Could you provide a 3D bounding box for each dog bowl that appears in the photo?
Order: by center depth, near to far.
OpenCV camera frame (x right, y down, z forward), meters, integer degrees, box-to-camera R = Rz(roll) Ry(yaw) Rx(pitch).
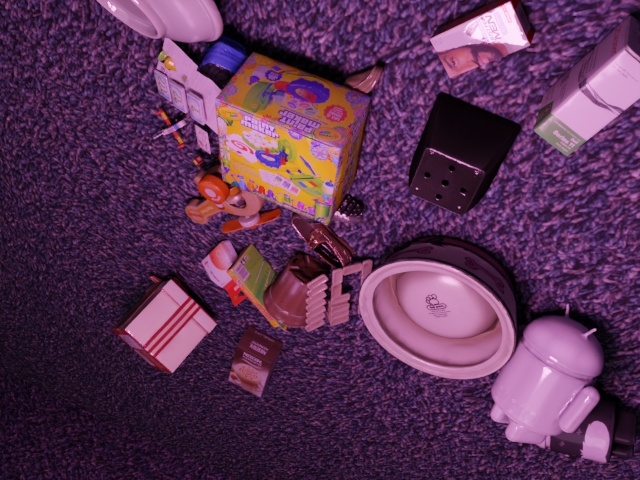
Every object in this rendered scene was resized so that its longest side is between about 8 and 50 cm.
[{"bbox_3d":[0.314,0.165,1.594,0.408,0.150,0.407,18,135,19],"label":"dog bowl"}]

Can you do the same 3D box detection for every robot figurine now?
[{"bbox_3d":[0.558,0.333,1.521,0.200,0.300,0.353,13,110,-28],"label":"robot figurine"},{"bbox_3d":[0.693,0.491,1.661,0.279,0.174,0.208,6,92,25],"label":"robot figurine"}]

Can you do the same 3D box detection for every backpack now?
[{"bbox_3d":[-0.218,-0.410,1.401,0.098,0.101,0.120,19,179,-24],"label":"backpack"}]

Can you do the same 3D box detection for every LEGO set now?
[{"bbox_3d":[-0.369,-0.301,1.609,0.183,0.060,0.244,35,149,23],"label":"LEGO set"}]

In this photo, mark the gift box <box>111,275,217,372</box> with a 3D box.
[{"bbox_3d":[-0.544,0.275,2.131,0.255,0.258,0.276,50,154,-20],"label":"gift box"}]

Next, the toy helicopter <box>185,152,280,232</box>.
[{"bbox_3d":[-0.269,-0.104,1.742,0.235,0.140,0.355,41,148,-22],"label":"toy helicopter"}]

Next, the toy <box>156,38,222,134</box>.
[{"bbox_3d":[-0.298,-0.386,1.528,0.237,0.056,0.137,42,145,-2],"label":"toy"}]

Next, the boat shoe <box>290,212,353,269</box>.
[{"bbox_3d":[0.000,0.000,1.691,0.207,0.073,0.073,38,137,-3],"label":"boat shoe"}]

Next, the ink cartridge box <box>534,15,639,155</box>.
[{"bbox_3d":[0.494,-0.273,1.098,0.087,0.153,0.208,37,138,-5],"label":"ink cartridge box"}]

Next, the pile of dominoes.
[{"bbox_3d":[0.044,0.152,1.757,0.196,0.040,0.251,-14,138,-15],"label":"pile of dominoes"}]

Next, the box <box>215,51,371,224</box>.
[{"bbox_3d":[-0.066,-0.226,1.412,0.290,0.177,0.279,24,149,9],"label":"box"}]

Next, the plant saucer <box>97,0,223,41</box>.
[{"bbox_3d":[-0.392,-0.526,1.274,0.401,0.100,0.400,33,172,5],"label":"plant saucer"}]

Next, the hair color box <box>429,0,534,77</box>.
[{"bbox_3d":[0.307,-0.388,1.177,0.167,0.053,0.093,-15,120,40],"label":"hair color box"}]

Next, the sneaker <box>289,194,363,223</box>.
[{"bbox_3d":[0.004,-0.083,1.614,0.235,0.078,0.106,21,139,17],"label":"sneaker"}]

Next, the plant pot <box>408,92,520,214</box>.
[{"bbox_3d":[0.284,-0.167,1.307,0.188,0.167,0.187,26,136,9],"label":"plant pot"}]

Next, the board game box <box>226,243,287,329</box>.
[{"bbox_3d":[-0.168,0.146,1.881,0.039,0.124,0.259,-23,114,43],"label":"board game box"}]

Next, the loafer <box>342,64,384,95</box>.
[{"bbox_3d":[0.079,-0.340,1.350,0.050,0.056,0.148,40,137,-16],"label":"loafer"}]

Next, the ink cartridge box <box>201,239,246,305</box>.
[{"bbox_3d":[-0.291,0.109,1.927,0.145,0.045,0.179,-38,75,46],"label":"ink cartridge box"}]

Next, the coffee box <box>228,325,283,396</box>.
[{"bbox_3d":[-0.234,0.433,2.195,0.141,0.098,0.246,26,136,7],"label":"coffee box"}]

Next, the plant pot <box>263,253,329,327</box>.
[{"bbox_3d":[-0.063,0.137,1.798,0.167,0.167,0.165,31,129,3],"label":"plant pot"}]
